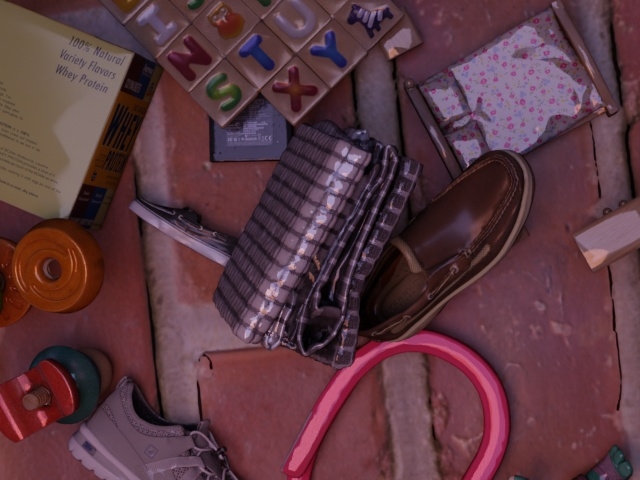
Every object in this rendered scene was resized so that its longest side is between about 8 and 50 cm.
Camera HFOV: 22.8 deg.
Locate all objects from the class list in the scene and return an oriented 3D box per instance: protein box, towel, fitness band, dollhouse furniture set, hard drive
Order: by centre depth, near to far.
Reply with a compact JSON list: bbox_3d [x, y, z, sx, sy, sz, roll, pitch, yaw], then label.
[{"bbox_3d":[0.000,0.000,1.631,0.121,0.283,0.235,27,91,-12],"label":"towel"},{"bbox_3d":[0.260,-0.155,1.657,0.303,0.174,0.356,-29,86,5],"label":"dollhouse furniture set"},{"bbox_3d":[0.082,0.236,1.736,0.209,0.054,0.291,31,94,4],"label":"fitness band"},{"bbox_3d":[-0.312,-0.141,1.749,0.199,0.136,0.201,22,92,8],"label":"protein box"},{"bbox_3d":[-0.078,-0.156,1.776,0.094,0.022,0.135,-1,89,8],"label":"hard drive"}]

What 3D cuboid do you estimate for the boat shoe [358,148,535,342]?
[{"bbox_3d":[0.118,0.013,1.619,0.095,0.095,0.257,49,119,26],"label":"boat shoe"}]

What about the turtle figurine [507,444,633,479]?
[{"bbox_3d":[0.234,0.318,1.680,0.234,0.118,0.175,-24,101,-9],"label":"turtle figurine"}]

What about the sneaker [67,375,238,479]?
[{"bbox_3d":[-0.139,0.254,1.734,0.281,0.105,0.115,31,93,8],"label":"sneaker"}]

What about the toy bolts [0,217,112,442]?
[{"bbox_3d":[-0.286,0.084,1.722,0.218,0.158,0.229,-22,91,20],"label":"toy bolts"}]

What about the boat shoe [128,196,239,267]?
[{"bbox_3d":[-0.146,-0.014,1.773,0.142,0.049,0.040,30,87,1],"label":"boat shoe"}]

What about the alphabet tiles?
[{"bbox_3d":[-0.082,-0.300,1.753,0.285,0.011,0.342,-45,74,3],"label":"alphabet tiles"}]
